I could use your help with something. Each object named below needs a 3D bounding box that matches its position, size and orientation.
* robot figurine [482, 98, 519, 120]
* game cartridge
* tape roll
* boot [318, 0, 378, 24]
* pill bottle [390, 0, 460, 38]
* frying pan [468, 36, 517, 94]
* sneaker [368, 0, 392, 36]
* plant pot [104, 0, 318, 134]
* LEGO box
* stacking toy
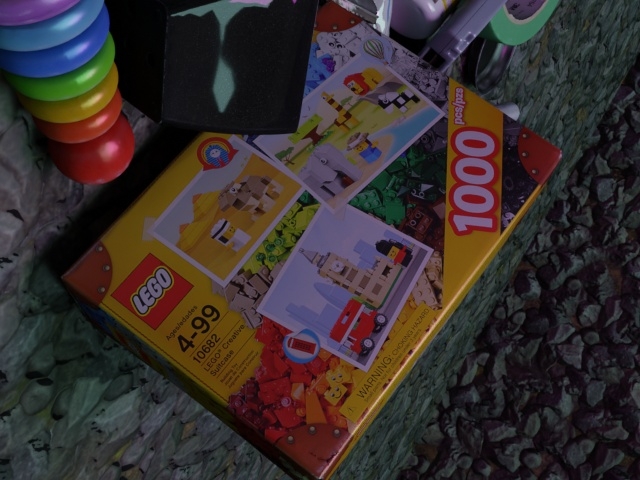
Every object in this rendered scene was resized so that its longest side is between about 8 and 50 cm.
[{"bbox_3d":[0.260,-0.160,1.684,0.353,0.199,0.300,-29,164,-50],"label":"robot figurine"},{"bbox_3d":[0.209,-0.325,1.449,0.198,0.062,0.297,-54,-175,-25],"label":"game cartridge"},{"bbox_3d":[0.371,-0.530,1.615,0.321,0.077,0.321,-33,136,-39],"label":"tape roll"},{"bbox_3d":[0.047,-0.413,1.161,0.190,0.076,0.208,16,96,-51],"label":"boot"},{"bbox_3d":[0.188,-0.429,1.371,0.215,0.117,0.117,-52,153,-19],"label":"pill bottle"},{"bbox_3d":[0.382,-0.460,1.788,0.197,0.053,0.326,-16,127,-57],"label":"frying pan"},{"bbox_3d":[0.071,-0.363,1.278,0.086,0.085,0.237,-71,173,-65],"label":"sneaker"},{"bbox_3d":[-0.132,-0.217,0.921,0.167,0.188,0.187,-22,135,-39],"label":"plant pot"},{"bbox_3d":[0.000,0.000,1.094,0.500,0.373,0.193,-50,168,-20],"label":"LEGO box"},{"bbox_3d":[-0.250,-0.168,0.813,0.141,0.141,0.330,-48,158,-27],"label":"stacking toy"}]
